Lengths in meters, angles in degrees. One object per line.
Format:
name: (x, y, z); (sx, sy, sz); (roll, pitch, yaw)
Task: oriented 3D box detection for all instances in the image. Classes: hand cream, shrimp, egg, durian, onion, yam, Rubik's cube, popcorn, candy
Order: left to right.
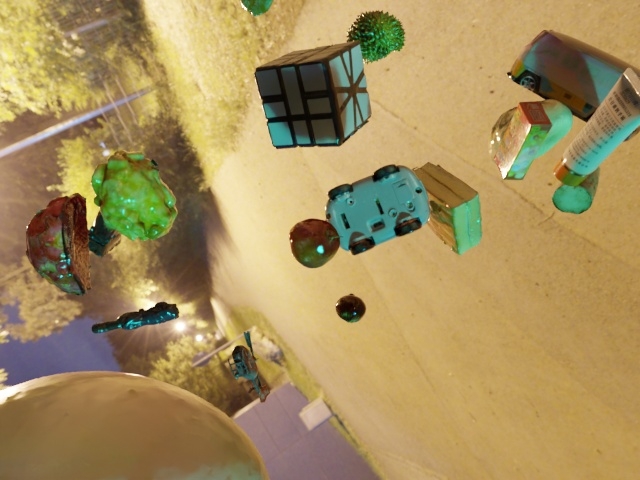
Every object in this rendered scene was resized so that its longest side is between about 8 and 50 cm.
egg: (-0.221, 0.305, 0.551); (0.354, 0.339, 0.355); (-21, -90, -90)
popcorn: (-0.562, -0.138, 1.528); (0.252, 0.215, 0.286); (-97, -8, -47)
shrimp: (-0.183, -0.737, 1.309); (0.154, 0.062, 0.294); (-17, 94, 42)
Rubik's cube: (-0.015, -0.493, 1.715); (0.283, 0.288, 0.294); (1, 122, 30)
onion: (0.118, 0.252, 1.887); (0.118, 0.117, 0.119); (-14, 72, 51)
durian: (0.210, -0.805, 1.992); (0.236, 0.176, 0.200); (2, 96, 35)
candy: (0.334, -0.164, 0.837); (0.122, 0.038, 0.062); (98, 168, -51)
yam: (0.767, -0.167, 1.499); (0.107, 0.194, 0.107); (21, 134, 24)
hand cream: (0.708, -0.273, 1.274); (0.314, 0.089, 0.140); (106, 159, -57)

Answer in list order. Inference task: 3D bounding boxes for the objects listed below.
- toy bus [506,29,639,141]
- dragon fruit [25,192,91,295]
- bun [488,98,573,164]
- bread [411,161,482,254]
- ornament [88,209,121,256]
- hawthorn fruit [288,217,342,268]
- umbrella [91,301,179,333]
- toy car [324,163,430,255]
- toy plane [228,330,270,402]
toy bus: (0.721, -0.441, 1.379); (0.386, 0.171, 0.162); (40, 128, 24)
dragon fruit: (-0.638, 0.010, 1.219); (0.163, 0.189, 0.262); (20, -126, -64)
bun: (0.496, -0.273, 1.225); (0.128, 0.222, 0.222); (61, 167, 23)
bread: (0.398, -0.105, 1.614); (0.246, 0.111, 0.239); (51, 170, 42)
ornament: (-0.721, -0.087, 1.778); (0.106, 0.260, 0.251); (34, -172, -13)
hawthorn fruit: (-0.011, -0.002, 1.214); (0.125, 0.125, 0.140); (52, 129, 25)
umbrella: (-0.547, 0.230, 1.496); (0.071, 0.248, 0.071); (170, 90, -84)
toy car: (0.152, -0.077, 1.331); (0.212, 0.270, 0.181); (1, -113, -77)
toy plane: (-0.138, 0.257, 0.994); (0.060, 0.037, 0.145); (-38, -71, -61)
